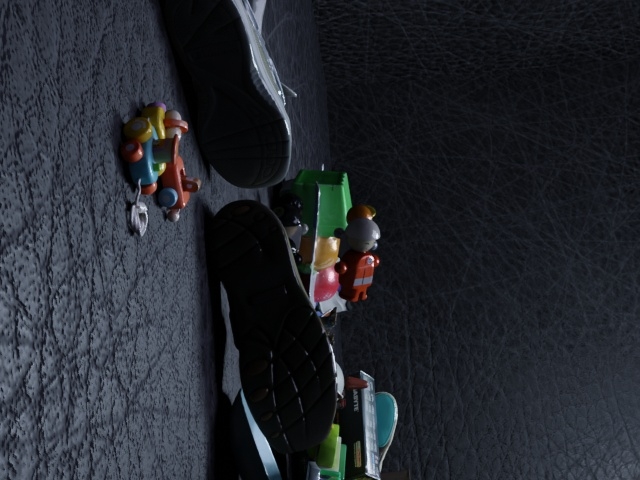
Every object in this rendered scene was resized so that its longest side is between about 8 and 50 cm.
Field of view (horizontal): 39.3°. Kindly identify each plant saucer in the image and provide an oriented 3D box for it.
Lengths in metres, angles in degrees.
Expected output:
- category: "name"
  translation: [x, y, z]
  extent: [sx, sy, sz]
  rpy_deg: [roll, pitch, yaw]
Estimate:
- category: "plant saucer"
  translation: [-0.081, 0.283, 1.128]
  extent: [0.195, 0.037, 0.195]
  rpy_deg: [158, -90, -87]

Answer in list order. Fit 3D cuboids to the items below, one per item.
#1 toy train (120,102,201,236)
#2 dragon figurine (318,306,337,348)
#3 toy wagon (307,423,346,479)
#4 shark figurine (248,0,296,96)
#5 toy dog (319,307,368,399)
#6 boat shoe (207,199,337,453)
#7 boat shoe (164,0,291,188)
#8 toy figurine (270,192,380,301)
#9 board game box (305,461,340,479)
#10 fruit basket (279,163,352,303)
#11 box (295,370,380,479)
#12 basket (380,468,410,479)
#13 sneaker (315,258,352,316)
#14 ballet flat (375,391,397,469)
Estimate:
- category: "toy train"
  translation: [-0.144, -0.067, 0.855]
  extent: [0.166, 0.046, 0.125]
  rpy_deg: [-80, 164, -75]
- category: "dragon figurine"
  translation: [-0.055, 0.154, 1.415]
  extent: [0.289, 0.144, 0.085]
  rpy_deg: [105, -6, -65]
- category: "toy wagon"
  translation: [-0.002, 0.448, 1.556]
  extent: [0.267, 0.068, 0.344]
  rpy_deg: [-80, -179, -68]
- category: "shark figurine"
  translation: [-0.093, -0.390, 1.501]
  extent: [0.166, 0.116, 0.278]
  rpy_deg: [60, 24, -77]
- category: "toy dog"
  translation: [0.003, 0.239, 1.670]
  extent: [0.333, 0.161, 0.220]
  rpy_deg: [62, 23, -79]
- category: "boat shoe"
  translation: [-0.059, 0.107, 1.159]
  extent: [0.120, 0.123, 0.324]
  rpy_deg: [139, -63, -83]
- category: "boat shoe"
  translation: [-0.105, -0.197, 1.101]
  extent: [0.320, 0.118, 0.103]
  rpy_deg: [71, 17, -44]
- category: "toy figurine"
  translation: [0.000, 0.000, 1.574]
  extent: [0.209, 0.213, 0.148]
  rpy_deg: [-78, 176, -73]
- category: "board game box"
  translation: [-0.016, 0.455, 1.019]
  extent: [0.390, 0.050, 0.389]
  rpy_deg: [93, 5, -77]
- category: "fruit basket"
  translation: [-0.022, 0.027, 1.943]
  extent: [0.327, 0.166, 0.353]
  rpy_deg: [-76, 176, -75]
- category: "box"
  translation: [0.030, 0.390, 1.783]
  extent: [0.051, 0.175, 0.220]
  rpy_deg: [36, 40, -39]
- category: "basket"
  translation: [0.080, 0.564, 1.871]
  extent: [0.204, 0.227, 0.154]
  rpy_deg: [71, 14, -69]
- category: "sneaker"
  translation: [0.033, 0.038, 2.177]
  extent: [0.127, 0.182, 0.315]
  rpy_deg: [-79, 163, -80]
- category: "ballet flat"
  translation: [0.093, 0.428, 1.808]
  extent: [0.086, 0.086, 0.248]
  rpy_deg: [78, 29, -58]
